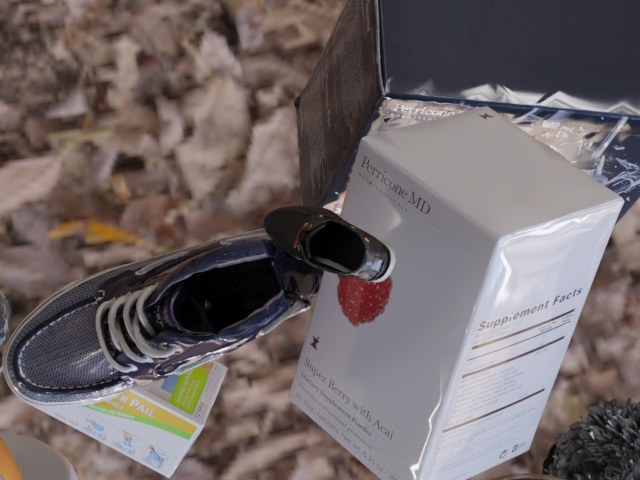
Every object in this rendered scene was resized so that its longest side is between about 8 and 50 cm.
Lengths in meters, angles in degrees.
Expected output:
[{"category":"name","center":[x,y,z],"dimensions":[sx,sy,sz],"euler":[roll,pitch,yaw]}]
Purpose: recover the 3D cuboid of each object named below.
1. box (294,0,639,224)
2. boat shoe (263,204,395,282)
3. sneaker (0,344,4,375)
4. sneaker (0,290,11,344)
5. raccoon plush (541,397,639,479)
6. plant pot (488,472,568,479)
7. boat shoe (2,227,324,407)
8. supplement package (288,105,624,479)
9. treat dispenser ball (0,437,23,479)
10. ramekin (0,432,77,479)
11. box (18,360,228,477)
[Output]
[{"category":"box","center":[0.176,-0.136,1.920],"dimensions":[0.343,0.179,0.312],"euler":[4,153,-14]},{"category":"boat shoe","center":[0.001,-0.002,1.514],"dimensions":[0.042,0.133,0.049],"euler":[18,94,-51]},{"category":"sneaker","center":[-0.424,0.085,2.051],"dimensions":[0.066,0.188,0.071],"euler":[-34,175,-18]},{"category":"sneaker","center":[-0.514,0.054,1.911],"dimensions":[0.410,0.182,0.158],"euler":[3,103,7]},{"category":"raccoon plush","center":[0.331,0.279,1.782],"dimensions":[0.216,0.299,0.446],"euler":[40,126,-1]},{"category":"plant pot","center":[0.113,0.312,1.301],"dimensions":[0.215,0.215,0.230],"euler":[10,145,-25]},{"category":"boat shoe","center":[-0.166,0.073,1.736],"dimensions":[0.340,0.127,0.158],"euler":[-24,178,9]},{"category":"supplement package","center":[0.116,0.055,1.654],"dimensions":[0.175,0.177,0.293],"euler":[-16,133,-42]},{"category":"treat dispenser ball","center":[-0.388,0.255,1.545],"dimensions":[0.288,0.288,0.288],"euler":[-9,137,-8]},{"category":"ramekin","center":[-0.431,0.362,2.324],"dimensions":[0.277,0.277,0.135],"euler":[-5,118,-12]},{"category":"box","center":[-0.230,0.165,2.122],"dimensions":[0.203,0.114,0.103],"euler":[29,127,-6]}]
